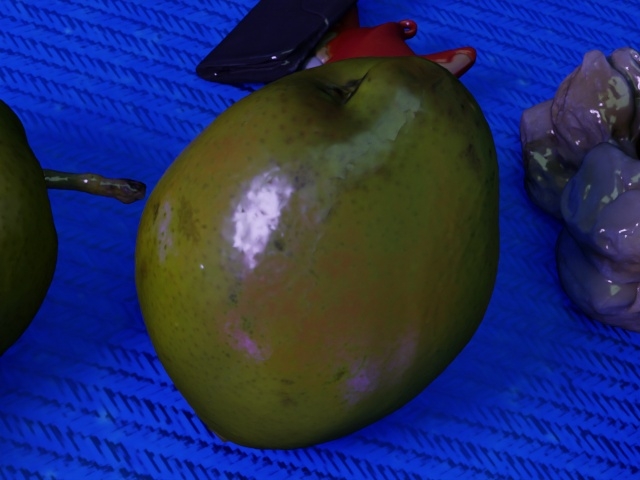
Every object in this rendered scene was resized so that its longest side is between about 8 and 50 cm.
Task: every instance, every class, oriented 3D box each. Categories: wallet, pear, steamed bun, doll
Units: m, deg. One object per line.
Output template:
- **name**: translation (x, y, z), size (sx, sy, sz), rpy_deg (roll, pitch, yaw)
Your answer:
- **wallet**: translation (-0.015, -0.154, 0.934), size (0.082, 0.018, 0.156), rpy_deg (2, 40, 38)
- **pear**: translation (0.000, 0.000, 0.715), size (0.188, 0.219, 0.187), rpy_deg (14, 43, -13)
- **steamed bun**: translation (0.234, -0.037, 0.895), size (0.192, 0.106, 0.177), rpy_deg (7, 54, -15)
- **doll**: translation (0.013, -0.091, 0.898), size (0.109, 0.057, 0.169), rpy_deg (27, 62, 25)
- **pear**: translation (-0.198, -0.015, 0.691), size (0.216, 0.166, 0.180), rpy_deg (-20, 46, -11)
